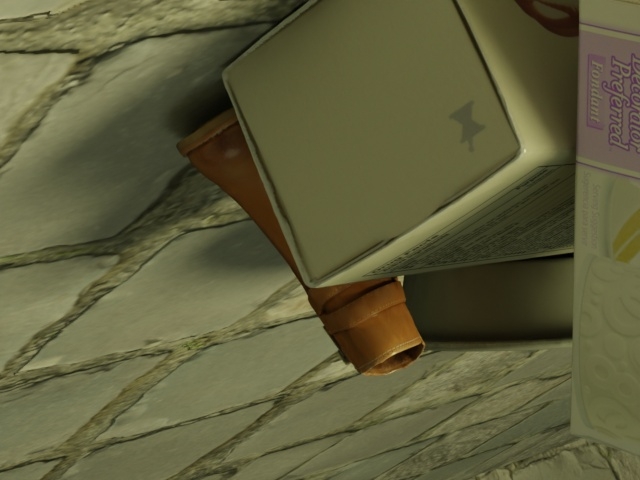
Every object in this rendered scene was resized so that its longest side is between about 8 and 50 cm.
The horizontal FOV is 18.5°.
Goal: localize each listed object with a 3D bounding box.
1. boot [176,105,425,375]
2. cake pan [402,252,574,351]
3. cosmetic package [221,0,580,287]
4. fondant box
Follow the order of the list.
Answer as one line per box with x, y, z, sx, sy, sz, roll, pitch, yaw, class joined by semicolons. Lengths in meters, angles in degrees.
0.000;0.000;1.090;0.073;0.152;0.197;-28;166;16;boot
0.183;0.029;1.290;0.293;0.054;0.293;-5;-178;0;cake pan
0.109;-0.072;1.058;0.153;0.129;0.296;-32;165;34;cosmetic package
0.256;-0.054;1.021;0.096;0.238;0.330;16;-150;35;fondant box
